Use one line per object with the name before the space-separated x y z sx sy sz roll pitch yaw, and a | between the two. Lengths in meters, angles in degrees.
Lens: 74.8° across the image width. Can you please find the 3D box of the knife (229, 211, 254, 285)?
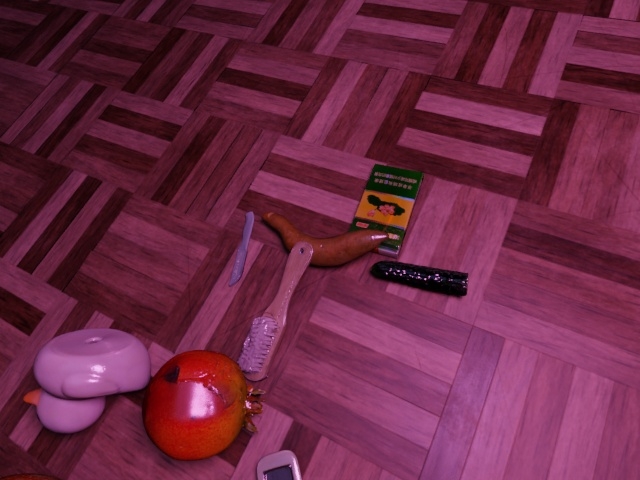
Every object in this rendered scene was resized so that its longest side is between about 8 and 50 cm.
knife | -0.199 0.019 1.076 0.028 0.015 0.210 5 65 7

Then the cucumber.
cucumber | 0.217 0.080 0.931 0.215 0.058 0.052 9 100 19

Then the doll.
doll | -0.505 0.314 0.915 0.251 0.221 0.221 -1 60 -19

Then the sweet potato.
sweet potato | -0.005 0.006 1.000 0.346 0.079 0.108 12 86 28

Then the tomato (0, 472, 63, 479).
tomato | -0.547 0.574 0.758 0.270 0.223 0.270 -16 58 28

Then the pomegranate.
pomegranate | -0.229 0.323 0.827 0.235 0.210 0.210 12 65 -8

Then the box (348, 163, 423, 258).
box | 0.161 -0.079 1.035 0.132 0.034 0.235 14 68 18

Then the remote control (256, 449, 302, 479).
remote control | -0.050 0.553 0.761 0.090 0.038 0.309 -17 61 3

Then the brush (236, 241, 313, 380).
brush | -0.101 0.150 0.923 0.070 0.065 0.327 19 82 28
